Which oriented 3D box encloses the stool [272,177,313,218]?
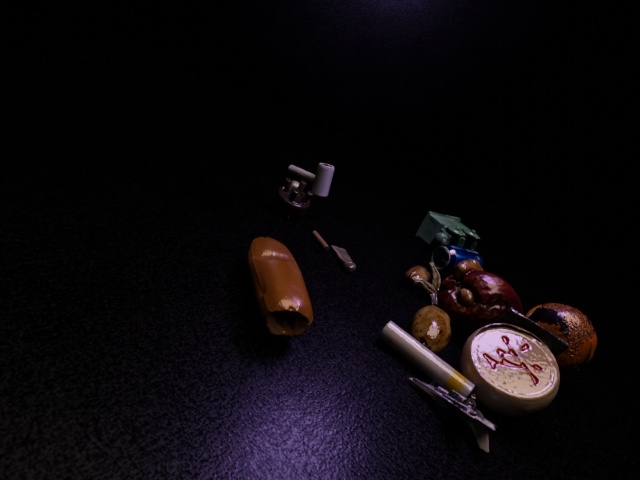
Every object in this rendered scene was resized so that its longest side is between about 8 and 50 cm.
[{"bbox_3d":[-0.096,-0.160,1.736,0.125,0.121,0.217,22,29,-11],"label":"stool"}]

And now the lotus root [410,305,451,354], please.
[{"bbox_3d":[0.317,0.245,1.392,0.110,0.097,0.258,29,20,8],"label":"lotus root"}]

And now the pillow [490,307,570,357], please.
[{"bbox_3d":[0.580,0.299,1.414,0.189,0.255,0.034,36,60,15],"label":"pillow"}]

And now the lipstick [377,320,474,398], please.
[{"bbox_3d":[0.268,0.308,1.250,0.264,0.059,0.059,37,25,19],"label":"lipstick"}]

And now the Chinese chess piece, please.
[{"bbox_3d":[0.494,0.338,1.279,0.250,0.103,0.249,4,44,-4],"label":"Chinese chess piece"}]

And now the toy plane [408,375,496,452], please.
[{"bbox_3d":[0.320,0.379,1.138,0.234,0.082,0.160,41,0,25],"label":"toy plane"}]

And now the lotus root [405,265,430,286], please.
[{"bbox_3d":[0.340,0.126,1.694,0.152,0.063,0.072,-2,49,-47],"label":"lotus root"}]

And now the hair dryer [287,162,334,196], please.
[{"bbox_3d":[-0.048,-0.283,2.055,0.236,0.131,0.073,28,22,37],"label":"hair dryer"}]

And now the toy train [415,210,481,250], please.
[{"bbox_3d":[0.573,-0.016,2.141,0.266,0.145,0.202,9,27,-39],"label":"toy train"}]

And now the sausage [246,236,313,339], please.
[{"bbox_3d":[-0.109,0.100,1.196,0.134,0.116,0.354,4,27,-16],"label":"sausage"}]

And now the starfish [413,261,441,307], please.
[{"bbox_3d":[0.399,0.157,1.658,0.208,0.053,0.176,8,68,-38],"label":"starfish"}]

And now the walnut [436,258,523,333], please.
[{"bbox_3d":[0.518,0.187,1.580,0.269,0.222,0.244,29,42,-41],"label":"walnut"}]

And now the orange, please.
[{"bbox_3d":[0.749,0.315,1.548,0.182,0.234,0.234,-13,44,-35],"label":"orange"}]

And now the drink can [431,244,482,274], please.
[{"bbox_3d":[0.546,0.084,1.940,0.205,0.118,0.118,12,28,-32],"label":"drink can"}]

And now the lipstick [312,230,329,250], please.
[{"bbox_3d":[0.000,0.000,1.634,0.019,0.019,0.094,8,30,-39],"label":"lipstick"}]

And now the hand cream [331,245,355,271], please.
[{"bbox_3d":[0.079,0.058,1.599,0.057,0.037,0.165,18,18,-22],"label":"hand cream"}]
